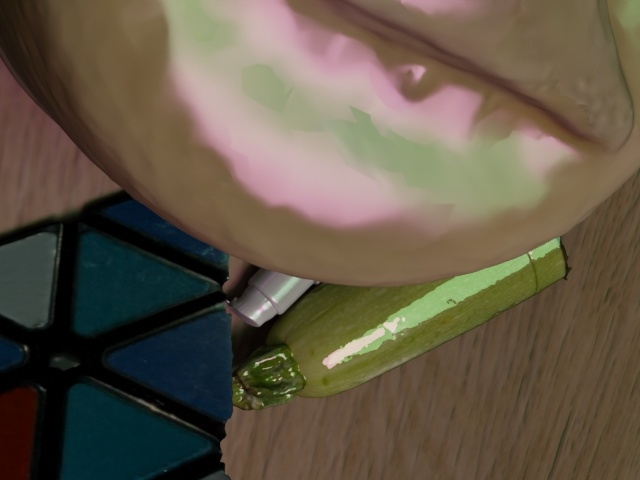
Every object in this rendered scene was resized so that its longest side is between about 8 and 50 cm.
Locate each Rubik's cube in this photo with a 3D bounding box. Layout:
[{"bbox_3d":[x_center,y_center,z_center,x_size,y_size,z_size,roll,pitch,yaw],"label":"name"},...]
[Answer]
[{"bbox_3d":[-0.168,0.136,0.704,0.250,0.284,0.234,-1,136,-11],"label":"Rubik's cube"}]

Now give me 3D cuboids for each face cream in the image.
[{"bbox_3d":[0.000,0.000,0.791,0.130,0.034,0.034,-44,130,-11],"label":"face cream"}]

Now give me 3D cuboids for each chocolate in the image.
[{"bbox_3d":[0.027,-0.127,0.560,0.326,0.297,0.314,3,109,-30],"label":"chocolate"}]

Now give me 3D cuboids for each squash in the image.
[{"bbox_3d":[0.036,0.037,0.803,0.224,0.094,0.094,-31,126,-15],"label":"squash"}]
